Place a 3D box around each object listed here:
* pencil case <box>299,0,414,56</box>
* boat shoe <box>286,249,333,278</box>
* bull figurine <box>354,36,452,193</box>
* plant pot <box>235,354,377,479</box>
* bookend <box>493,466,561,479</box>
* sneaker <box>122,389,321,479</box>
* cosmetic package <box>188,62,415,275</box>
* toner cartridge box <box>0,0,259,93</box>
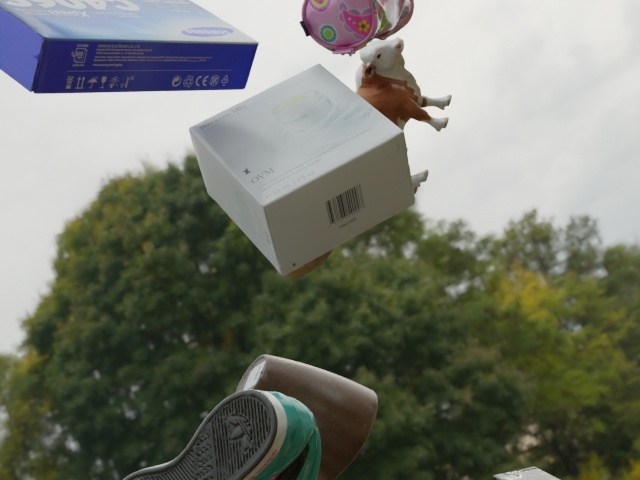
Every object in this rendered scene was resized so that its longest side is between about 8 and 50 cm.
[{"bbox_3d":[0.062,-0.358,1.800,0.124,0.124,0.284,-31,5,22],"label":"pencil case"},{"bbox_3d":[0.000,0.000,1.955,0.170,0.063,0.059,-43,-3,-4],"label":"boat shoe"},{"bbox_3d":[0.123,-0.210,2.065,0.101,0.188,0.310,-86,14,-67],"label":"bull figurine"},{"bbox_3d":[-0.043,0.326,2.270,0.215,0.230,0.215,-49,17,20],"label":"plant pot"},{"bbox_3d":[0.318,0.420,1.642,0.072,0.156,0.157,-8,6,-19],"label":"bookend"},{"bbox_3d":[-0.110,0.275,1.349,0.295,0.123,0.178,-41,-27,22],"label":"sneaker"},{"bbox_3d":[-0.027,-0.107,1.623,0.224,0.225,0.138,-29,-46,-17],"label":"cosmetic package"},{"bbox_3d":[-0.262,-0.257,1.492,0.348,0.165,0.075,-10,-52,-48],"label":"toner cartridge box"}]
